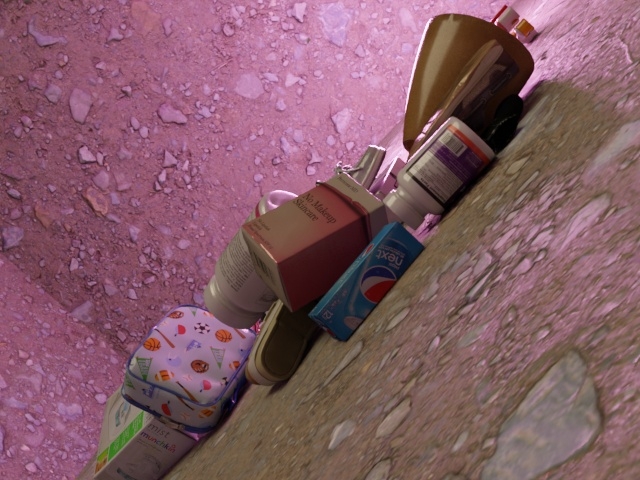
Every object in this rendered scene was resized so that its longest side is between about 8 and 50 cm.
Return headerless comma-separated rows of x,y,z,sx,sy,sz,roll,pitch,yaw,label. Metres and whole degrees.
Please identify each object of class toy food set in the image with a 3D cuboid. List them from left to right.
0.487,-0.540,2.333,0.104,0.111,0.232,-48,3,15,toy food set

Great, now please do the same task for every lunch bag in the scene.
-0.273,0.278,1.929,0.303,0.243,0.115,-57,-13,-54,lunch bag

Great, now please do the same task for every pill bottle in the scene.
-0.121,0.046,1.856,0.283,0.160,0.160,-52,3,31,pill bottle
0.203,-0.113,1.568,0.193,0.108,0.108,-47,6,7,pill bottle

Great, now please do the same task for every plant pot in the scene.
0.271,-0.279,1.792,0.254,0.237,0.237,-65,9,-11,plant pot

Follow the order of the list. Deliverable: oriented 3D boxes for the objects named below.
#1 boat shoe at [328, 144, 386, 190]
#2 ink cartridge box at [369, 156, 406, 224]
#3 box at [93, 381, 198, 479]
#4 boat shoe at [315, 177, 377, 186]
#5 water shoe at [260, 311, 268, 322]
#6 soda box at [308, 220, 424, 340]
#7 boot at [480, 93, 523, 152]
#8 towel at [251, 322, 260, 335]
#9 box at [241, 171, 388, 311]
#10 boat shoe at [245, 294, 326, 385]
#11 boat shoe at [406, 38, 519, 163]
0.019,-0.083,1.900,0.320,0.103,0.118,-50,4,23,boat shoe
0.133,-0.074,1.943,0.148,0.086,0.203,-46,7,31,ink cartridge box
-0.387,0.409,2.037,0.231,0.127,0.262,-46,25,22,box
0.101,-0.128,2.116,0.233,0.079,0.084,-10,-8,14,boat shoe
-0.097,0.136,2.322,0.080,0.073,0.203,-45,5,48,water shoe
0.076,0.068,1.490,0.210,0.067,0.071,-49,6,-12,soda box
0.332,-0.212,1.598,0.121,0.045,0.099,-54,4,2,boot
-0.273,0.277,2.431,0.329,0.037,0.237,-45,35,31,towel
-0.004,0.000,1.642,0.232,0.127,0.148,-29,41,-17,box
-0.053,0.147,1.704,0.103,0.113,0.302,-31,17,52,boat shoe
0.266,-0.236,1.649,0.285,0.092,0.103,-55,7,-5,boat shoe
